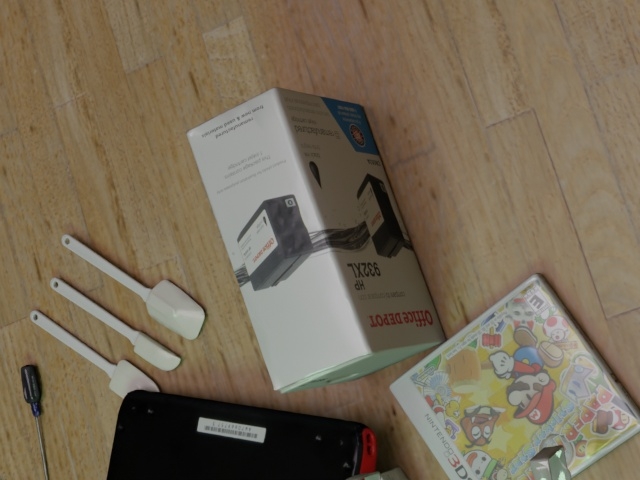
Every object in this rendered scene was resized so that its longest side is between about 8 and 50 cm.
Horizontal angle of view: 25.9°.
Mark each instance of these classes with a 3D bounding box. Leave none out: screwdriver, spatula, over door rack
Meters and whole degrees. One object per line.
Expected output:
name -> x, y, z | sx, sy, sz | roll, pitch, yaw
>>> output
screwdriver -> -0.378, 0.250, 1.874 | 0.024, 0.025, 0.169 | -11, 94, 26
spatula -> -0.270, 0.102, 1.819 | 0.242, 0.019, 0.168 | 32, 109, 24
over door rack -> 0.196, 0.369, 1.513 | 0.240, 0.108, 0.324 | -13, 105, 26

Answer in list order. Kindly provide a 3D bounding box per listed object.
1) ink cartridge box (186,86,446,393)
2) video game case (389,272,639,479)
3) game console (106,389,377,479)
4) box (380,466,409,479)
ink cartridge box -> 0.000, 0.000, 1.565 | 0.129, 0.223, 0.307 | -24, 79, 24
video game case -> 0.217, 0.184, 1.565 | 0.227, 0.026, 0.206 | -40, 73, 21
game console -> -0.116, 0.366, 1.664 | 0.387, 0.060, 0.341 | 3, 79, 35
box -> -0.013, 0.391, 1.658 | 0.324, 0.063, 0.067 | -44, 71, 20
